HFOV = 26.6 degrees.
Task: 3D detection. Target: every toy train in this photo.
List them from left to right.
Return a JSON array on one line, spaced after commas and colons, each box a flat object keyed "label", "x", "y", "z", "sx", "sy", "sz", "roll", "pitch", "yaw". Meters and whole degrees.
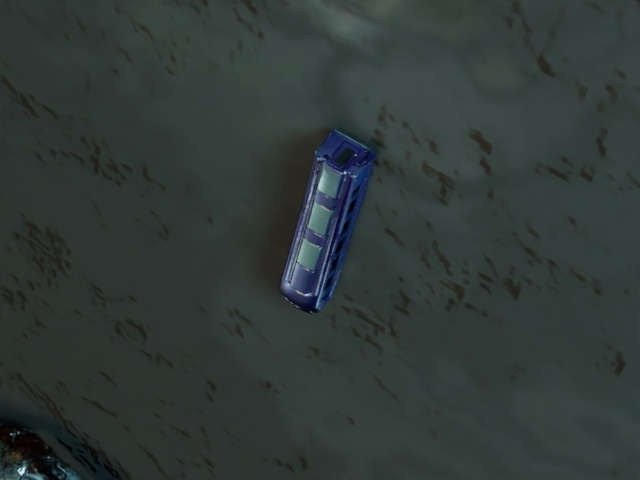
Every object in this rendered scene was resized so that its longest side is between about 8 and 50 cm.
[{"label": "toy train", "x": 0.000, "y": 0.000, "z": 0.437, "sx": 0.017, "sy": 0.017, "sz": 0.083, "roll": 28, "pitch": 140, "yaw": 11}]

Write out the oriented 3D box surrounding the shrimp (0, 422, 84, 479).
[{"label": "shrimp", "x": -0.108, "y": 0.160, "z": 0.620, "sx": 0.076, "sy": 0.082, "sz": 0.174, "roll": -14, "pitch": 113, "yaw": 47}]
